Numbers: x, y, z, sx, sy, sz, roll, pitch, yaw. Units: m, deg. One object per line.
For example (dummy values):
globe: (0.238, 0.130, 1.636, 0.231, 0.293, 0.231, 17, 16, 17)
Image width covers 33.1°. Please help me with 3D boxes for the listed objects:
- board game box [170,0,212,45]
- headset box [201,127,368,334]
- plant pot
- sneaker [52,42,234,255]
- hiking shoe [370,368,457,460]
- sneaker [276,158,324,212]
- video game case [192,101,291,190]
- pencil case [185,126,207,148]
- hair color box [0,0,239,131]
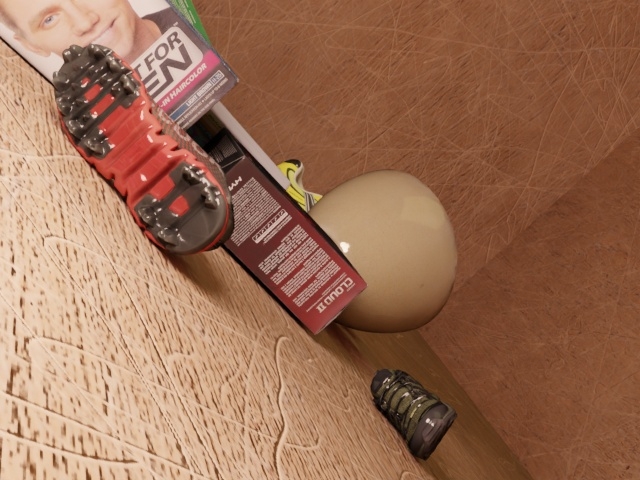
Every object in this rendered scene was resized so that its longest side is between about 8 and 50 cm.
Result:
board game box: (-0.268, -0.360, 1.679, 0.213, 0.046, 0.317, -5, -68, 59)
headset box: (-0.066, -0.008, 1.566, 0.293, 0.110, 0.218, 46, 2, -20)
plant pot: (0.058, 0.031, 1.806, 0.191, 0.284, 0.284, -11, 51, -45)
sneaker: (-0.181, -0.090, 1.137, 0.276, 0.098, 0.135, 51, 4, 17)
hiking shoe: (0.117, 0.235, 1.508, 0.114, 0.086, 0.227, 34, -2, -2)
sneaker: (0.000, 0.000, 2.064, 0.384, 0.147, 0.145, 50, 2, 14)
video game case: (-0.172, -0.152, 1.709, 0.193, 0.023, 0.212, 1, -38, 48)
pencil case: (-0.227, -0.157, 1.640, 0.151, 0.070, 0.064, 49, 32, -40)
hair color box: (-0.275, -0.265, 1.318, 0.347, 0.174, 0.105, 44, 6, -42)
